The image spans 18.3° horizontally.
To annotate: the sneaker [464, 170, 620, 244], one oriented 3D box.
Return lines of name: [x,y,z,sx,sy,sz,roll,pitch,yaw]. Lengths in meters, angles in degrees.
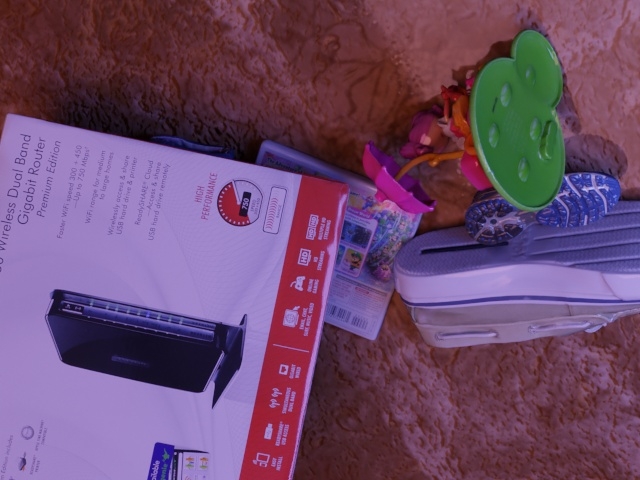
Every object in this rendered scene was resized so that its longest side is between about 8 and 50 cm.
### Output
sneaker: [0.190,-0.041,1.711,0.135,0.058,0.052,-11,121,13]

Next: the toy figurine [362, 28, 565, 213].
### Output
toy figurine: [0.110,-0.089,1.687,0.159,0.173,0.130,-15,134,39]

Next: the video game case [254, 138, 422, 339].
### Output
video game case: [0.000,0.000,1.799,0.157,0.019,0.143,22,114,6]

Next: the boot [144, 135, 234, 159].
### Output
boot: [-0.171,-0.058,1.800,0.190,0.069,0.086,9,106,2]

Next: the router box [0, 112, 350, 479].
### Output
router box: [-0.155,0.087,1.702,0.301,0.082,0.335,11,84,-4]

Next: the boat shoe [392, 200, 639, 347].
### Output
boat shoe: [0.214,0.034,1.725,0.302,0.109,0.094,-3,127,23]
